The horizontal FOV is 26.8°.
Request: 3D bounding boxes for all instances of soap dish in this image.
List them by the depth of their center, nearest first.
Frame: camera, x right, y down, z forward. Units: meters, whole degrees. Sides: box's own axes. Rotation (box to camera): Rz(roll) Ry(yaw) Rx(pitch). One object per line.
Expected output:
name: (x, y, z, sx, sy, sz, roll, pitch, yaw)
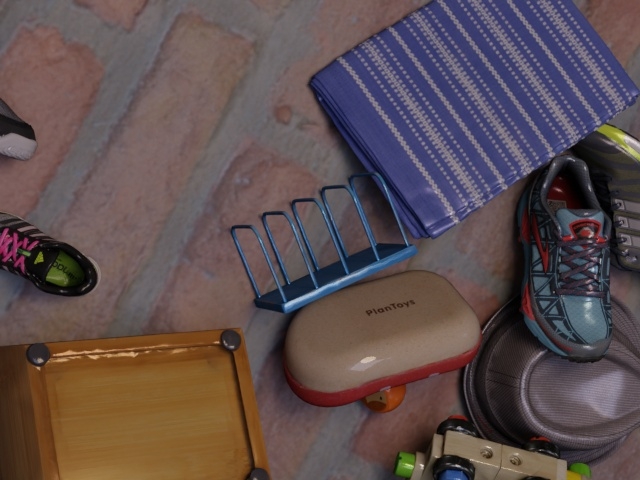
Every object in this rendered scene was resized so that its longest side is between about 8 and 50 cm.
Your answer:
soap dish: (-0.194, 0.204, 1.426, 0.290, 0.118, 0.229, -3, 70, -24)

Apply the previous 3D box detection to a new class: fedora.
fedora: (0.318, 0.176, 1.648, 0.275, 0.124, 0.244, 14, 90, -20)

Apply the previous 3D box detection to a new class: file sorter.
file sorter: (0.000, 0.000, 1.529, 0.170, 0.118, 0.105, -23, 98, -16)

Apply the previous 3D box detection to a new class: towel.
towel: (0.184, -0.176, 1.590, 0.336, 0.040, 0.243, -33, 80, -15)

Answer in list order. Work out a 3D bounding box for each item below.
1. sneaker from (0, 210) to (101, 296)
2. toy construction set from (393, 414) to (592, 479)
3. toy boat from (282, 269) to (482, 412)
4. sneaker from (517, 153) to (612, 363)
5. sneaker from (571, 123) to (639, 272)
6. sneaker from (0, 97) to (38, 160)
sneaker: (-0.310, 0.015, 1.442, 0.170, 0.075, 0.063, 26, 85, -19)
toy construction set: (0.193, 0.325, 1.602, 0.327, 0.151, 0.215, 4, 137, -13)
toy boat: (0.069, 0.139, 1.568, 0.231, 0.151, 0.151, -14, 127, -18)
sneaker: (0.288, 0.014, 1.571, 0.104, 0.125, 0.262, -2, 59, -9)
sneaker: (0.388, -0.031, 1.672, 0.121, 0.111, 0.300, -43, 101, -3)
sneaker: (-0.381, -0.205, 1.387, 0.268, 0.101, 0.153, 36, 85, -15)
